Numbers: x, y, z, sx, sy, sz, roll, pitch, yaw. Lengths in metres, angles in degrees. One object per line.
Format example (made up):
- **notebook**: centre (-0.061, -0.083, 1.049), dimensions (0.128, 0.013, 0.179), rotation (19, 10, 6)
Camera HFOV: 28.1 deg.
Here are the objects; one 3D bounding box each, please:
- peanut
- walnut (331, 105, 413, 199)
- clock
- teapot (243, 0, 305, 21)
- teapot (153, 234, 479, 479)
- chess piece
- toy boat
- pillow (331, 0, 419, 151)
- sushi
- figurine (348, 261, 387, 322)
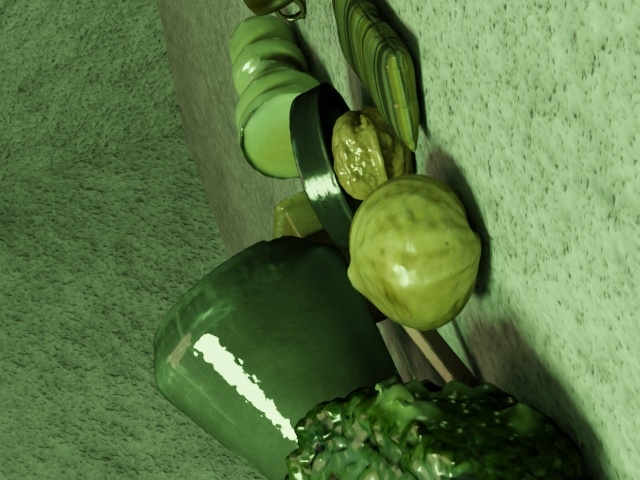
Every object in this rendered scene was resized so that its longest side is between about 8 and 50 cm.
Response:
- **peanut**: centre (0.087, 0.012, 1.151), dimensions (0.140, 0.109, 0.159), rotation (65, 162, -14)
- **walnut**: centre (0.051, -0.085, 1.275), dimensions (0.082, 0.079, 0.096), rotation (-132, 27, -73)
- **clock**: centre (0.019, -0.079, 1.380), dimensions (0.184, 0.040, 0.184), rotation (-19, -90, -73)
- **teapot**: centre (-0.052, -0.314, 1.560), dimensions (0.121, 0.068, 0.076), rotation (54, -151, -38)
- **teapot**: centre (0.014, 0.168, 1.373), dimensions (0.344, 0.253, 0.300), rotation (50, 125, 14)
- **chess piece**: centre (-0.062, -0.201, 1.650), dimensions (0.243, 0.133, 0.133), rotation (-109, 8, -47)
- **toy boat**: centre (0.000, 0.000, 1.641), dimensions (0.188, 0.116, 0.061), rotation (94, 152, -62)
- **pillow**: centre (0.052, -0.180, 1.234), dimensions (0.203, 0.038, 0.113), rotation (-116, 10, -50)
- **sushi**: centre (0.099, 0.265, 1.062), dimensions (0.352, 0.178, 0.294), rotation (17, 102, 60)
- **figurine**: centre (0.062, 0.234, 1.570), dimensions (0.193, 0.154, 0.420), rotation (114, 138, -69)
